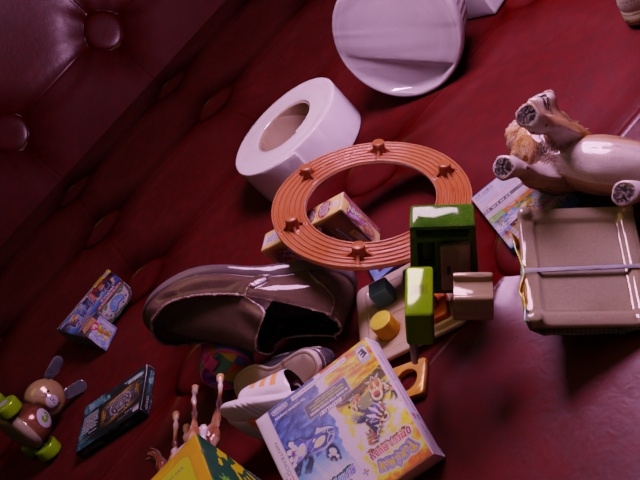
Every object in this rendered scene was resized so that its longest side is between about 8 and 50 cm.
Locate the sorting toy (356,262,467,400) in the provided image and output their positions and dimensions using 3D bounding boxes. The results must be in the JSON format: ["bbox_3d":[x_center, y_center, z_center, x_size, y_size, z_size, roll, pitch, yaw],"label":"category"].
[{"bbox_3d":[0.127,0.093,1.296,0.196,0.047,0.347,-33,32,22],"label":"sorting toy"}]

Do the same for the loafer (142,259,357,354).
[{"bbox_3d":[-0.120,0.117,1.392,0.366,0.134,0.130,-11,42,9],"label":"loafer"}]

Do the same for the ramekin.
[{"bbox_3d":[0.167,-0.433,1.695,0.273,0.273,0.127,-20,26,38],"label":"ramekin"}]

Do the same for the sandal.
[{"bbox_3d":[-0.027,0.235,1.279,0.265,0.102,0.076,-17,38,28],"label":"sandal"}]

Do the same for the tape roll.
[{"bbox_3d":[-0.050,-0.219,1.861,0.286,0.100,0.286,-32,32,23],"label":"tape roll"}]

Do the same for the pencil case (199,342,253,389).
[{"bbox_3d":[-0.175,0.163,1.550,0.104,0.104,0.236,-38,31,15],"label":"pencil case"}]

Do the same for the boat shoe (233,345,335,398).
[{"bbox_3d":[-0.058,0.221,1.387,0.206,0.075,0.065,-28,-9,39],"label":"boat shoe"}]

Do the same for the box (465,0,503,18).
[{"bbox_3d":[0.339,-0.652,1.825,0.215,0.168,0.345,7,58,55],"label":"box"}]

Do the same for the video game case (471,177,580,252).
[{"bbox_3d":[0.306,-0.061,1.290,0.119,0.015,0.166,-40,30,10],"label":"video game case"}]

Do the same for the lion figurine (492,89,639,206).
[{"bbox_3d":[0.386,-0.101,1.097,0.392,0.240,0.142,26,104,41],"label":"lion figurine"}]

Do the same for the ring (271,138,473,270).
[{"bbox_3d":[0.082,-0.073,1.411,0.336,0.032,0.336,-7,39,6],"label":"ring"}]

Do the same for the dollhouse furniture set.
[{"bbox_3d":[0.265,0.069,1.114,0.301,0.151,0.197,-2,50,9],"label":"dollhouse furniture set"}]

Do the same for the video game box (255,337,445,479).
[{"bbox_3d":[0.033,0.263,1.132,0.205,0.048,0.187,-39,59,13],"label":"video game box"}]

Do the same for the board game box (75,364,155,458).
[{"bbox_3d":[-0.409,0.341,1.703,0.186,0.026,0.126,-35,31,20],"label":"board game box"}]

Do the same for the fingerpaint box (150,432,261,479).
[{"bbox_3d":[-0.219,0.535,1.076,0.445,0.163,0.371,-46,28,1],"label":"fingerpaint box"}]

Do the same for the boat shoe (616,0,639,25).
[{"bbox_3d":[0.544,-0.481,1.427,0.104,0.089,0.285,-20,38,39],"label":"boat shoe"}]

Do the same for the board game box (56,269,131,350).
[{"bbox_3d":[-0.520,0.179,2.016,0.194,0.060,0.194,-51,31,-10],"label":"board game box"}]

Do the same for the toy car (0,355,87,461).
[{"bbox_3d":[-0.590,0.347,1.823,0.149,0.155,0.188,-6,36,49],"label":"toy car"}]

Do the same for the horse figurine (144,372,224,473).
[{"bbox_3d":[-0.211,0.334,1.367,0.263,0.066,0.174,-53,29,39],"label":"horse figurine"}]

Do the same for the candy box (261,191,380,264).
[{"bbox_3d":[0.000,0.000,1.513,0.187,0.109,0.053,-29,33,29],"label":"candy box"}]
